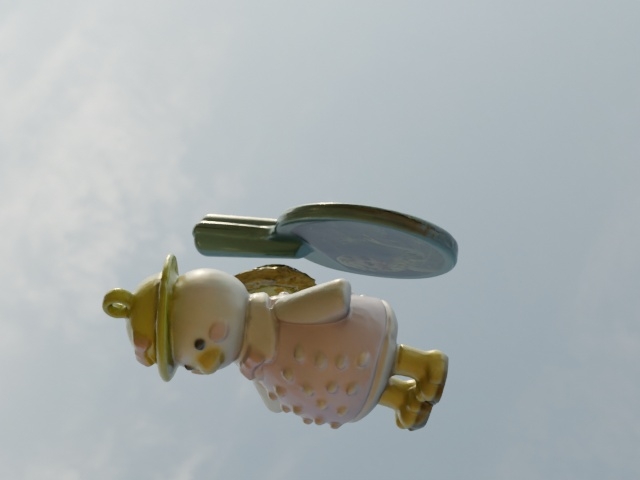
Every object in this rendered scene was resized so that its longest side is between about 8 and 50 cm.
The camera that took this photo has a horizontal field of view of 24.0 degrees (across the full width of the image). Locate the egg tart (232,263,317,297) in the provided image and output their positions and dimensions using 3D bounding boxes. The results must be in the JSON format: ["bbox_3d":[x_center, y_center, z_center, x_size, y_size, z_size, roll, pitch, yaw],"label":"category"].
[{"bbox_3d":[-0.037,0.053,1.264,0.105,0.105,0.039,-9,-143,23],"label":"egg tart"}]

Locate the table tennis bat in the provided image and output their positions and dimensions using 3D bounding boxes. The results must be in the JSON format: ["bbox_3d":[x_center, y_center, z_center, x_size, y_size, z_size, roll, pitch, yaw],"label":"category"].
[{"bbox_3d":[0.000,0.000,1.265,0.237,0.149,0.038,3,-108,24],"label":"table tennis bat"}]

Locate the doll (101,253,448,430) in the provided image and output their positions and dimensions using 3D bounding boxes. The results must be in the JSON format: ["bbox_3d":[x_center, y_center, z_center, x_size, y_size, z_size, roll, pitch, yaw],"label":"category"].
[{"bbox_3d":[-0.026,0.059,0.883,0.207,0.129,0.081,15,-131,-11],"label":"doll"}]
